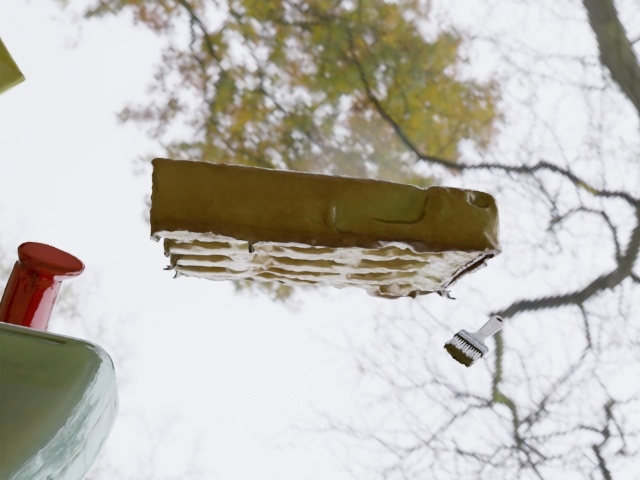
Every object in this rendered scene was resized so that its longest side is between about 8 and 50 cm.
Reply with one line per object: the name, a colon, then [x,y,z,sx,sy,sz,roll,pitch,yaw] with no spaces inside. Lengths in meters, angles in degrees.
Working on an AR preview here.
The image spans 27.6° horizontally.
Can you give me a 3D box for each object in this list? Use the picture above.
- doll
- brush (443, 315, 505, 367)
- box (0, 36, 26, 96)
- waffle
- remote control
doll: [-0.259,0.190,0.960,0.188,0.099,0.384,-77,-169,-56]
brush: [0.192,0.116,1.571,0.043,0.170,0.014,38,-66,14]
box: [-0.304,-0.185,0.780,0.041,0.279,0.153,-20,-165,39]
waffle: [0.000,0.001,1.225,0.304,0.348,0.078,4,-98,-3]
remote control: [-0.240,0.075,0.597,0.296,0.056,0.140,7,-148,19]
